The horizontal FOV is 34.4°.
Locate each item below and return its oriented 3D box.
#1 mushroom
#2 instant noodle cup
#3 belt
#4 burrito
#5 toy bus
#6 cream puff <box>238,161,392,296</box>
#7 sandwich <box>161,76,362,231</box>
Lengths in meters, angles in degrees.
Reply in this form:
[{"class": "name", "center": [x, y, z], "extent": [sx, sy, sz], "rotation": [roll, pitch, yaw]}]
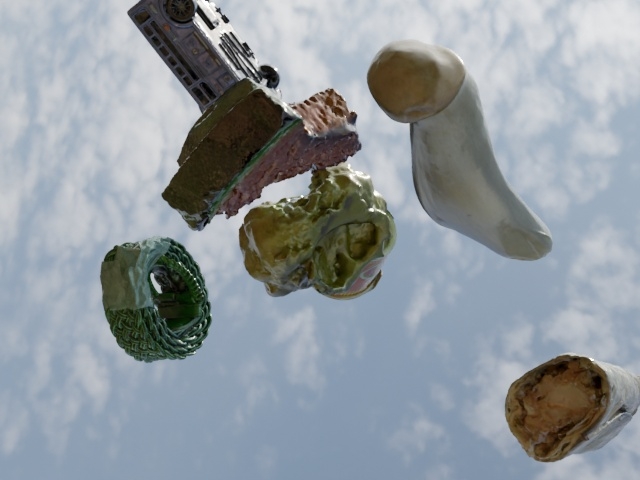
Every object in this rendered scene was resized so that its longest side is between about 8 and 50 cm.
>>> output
[{"class": "mushroom", "center": [0.162, -0.101, 1.174], "extent": [0.159, 0.329, 0.122], "rotation": [9, -117, 32]}, {"class": "instant noodle cup", "center": [0.063, 0.011, 1.941], "extent": [0.185, 0.168, 0.168], "rotation": [129, -34, -66]}, {"class": "belt", "center": [-0.182, 0.065, 1.183], "extent": [0.079, 0.121, 0.151], "rotation": [-12, -75, 37]}, {"class": "burrito", "center": [0.317, 0.201, 1.270], "extent": [0.143, 0.299, 0.105], "rotation": [-39, -113, 16]}, {"class": "toy bus", "center": [-0.194, -0.322, 1.795], "extent": [0.133, 0.292, 0.125], "rotation": [-30, -161, 25]}, {"class": "cream puff", "center": [-0.001, 0.000, 1.707], "extent": [0.282, 0.282, 0.185], "rotation": [-40, -105, 36]}, {"class": "sandwich", "center": [-0.072, -0.157, 1.461], "extent": [0.250, 0.301, 0.162], "rotation": [-45, -108, 41]}]
